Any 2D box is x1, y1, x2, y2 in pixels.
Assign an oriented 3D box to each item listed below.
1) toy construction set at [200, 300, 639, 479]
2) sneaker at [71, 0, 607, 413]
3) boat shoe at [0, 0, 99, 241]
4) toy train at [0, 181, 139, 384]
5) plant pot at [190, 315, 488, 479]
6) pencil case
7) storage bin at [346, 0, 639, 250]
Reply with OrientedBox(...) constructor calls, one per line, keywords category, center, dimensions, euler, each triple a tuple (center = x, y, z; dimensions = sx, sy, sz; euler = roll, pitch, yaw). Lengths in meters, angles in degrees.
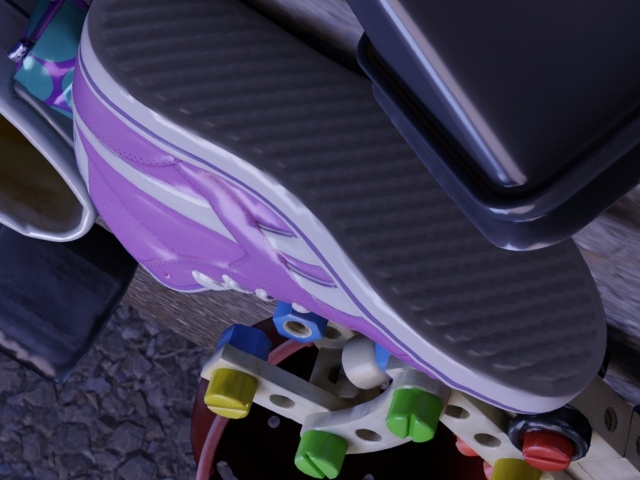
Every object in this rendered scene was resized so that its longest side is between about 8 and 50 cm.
OrientedBox(category="toy construction set", center=(0.104, 0.117, 1.170), dimensions=(0.215, 0.151, 0.327), euler=(-12, 152, 39))
OrientedBox(category="sneaker", center=(0.000, -0.001, 0.891), dimensions=(0.282, 0.102, 0.161), euler=(39, 148, 8))
OrientedBox(category="boat shoe", center=(-0.253, -0.096, 0.975), dimensions=(0.136, 0.156, 0.367), euler=(-21, 141, 33))
OrientedBox(category="toy train", center=(-0.263, -0.030, 1.157), dimensions=(0.334, 0.142, 0.190), euler=(36, 170, -20))
OrientedBox(category="plant pot", center=(0.013, 0.172, 1.500), dimensions=(0.272, 0.272, 0.265), euler=(32, 179, -14))
OrientedBox(category="pencil case", center=(-0.087, -0.078, 0.979), dimensions=(0.151, 0.064, 0.070), euler=(31, 137, -12))
OrientedBox(category="storage bin", center=(0.043, -0.079, 0.483), dimensions=(0.091, 0.098, 0.135), euler=(49, -175, -32))
